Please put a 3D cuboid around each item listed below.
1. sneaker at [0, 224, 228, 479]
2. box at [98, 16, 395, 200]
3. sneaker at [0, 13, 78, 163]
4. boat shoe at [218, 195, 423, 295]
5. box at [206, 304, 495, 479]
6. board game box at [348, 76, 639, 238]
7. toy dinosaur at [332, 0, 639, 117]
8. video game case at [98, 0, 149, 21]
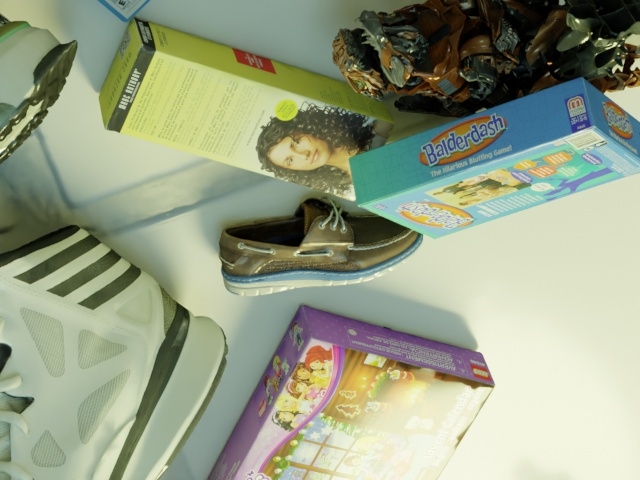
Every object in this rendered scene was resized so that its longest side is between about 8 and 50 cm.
[{"bbox_3d":[-0.266,0.177,1.367,0.257,0.448,0.169,42,140,-24],"label":"sneaker"},{"bbox_3d":[-0.061,-0.108,1.404,0.232,0.058,0.087,15,119,-22],"label":"box"},{"bbox_3d":[-0.378,-0.070,1.336,0.410,0.158,0.182,-42,92,18],"label":"sneaker"},{"bbox_3d":[0.000,0.000,1.489,0.183,0.066,0.066,-14,125,-4],"label":"boat shoe"},{"bbox_3d":[0.014,0.212,1.644,0.200,0.057,0.293,16,119,-22],"label":"box"},{"bbox_3d":[0.152,-0.064,1.409,0.210,0.047,0.160,-19,162,23],"label":"board game box"},{"bbox_3d":[0.174,-0.172,1.385,0.322,0.164,0.218,-19,158,-37],"label":"toy dinosaur"},{"bbox_3d":[-0.169,-0.259,1.300,0.119,0.015,0.166,-41,124,16],"label":"video game case"}]
